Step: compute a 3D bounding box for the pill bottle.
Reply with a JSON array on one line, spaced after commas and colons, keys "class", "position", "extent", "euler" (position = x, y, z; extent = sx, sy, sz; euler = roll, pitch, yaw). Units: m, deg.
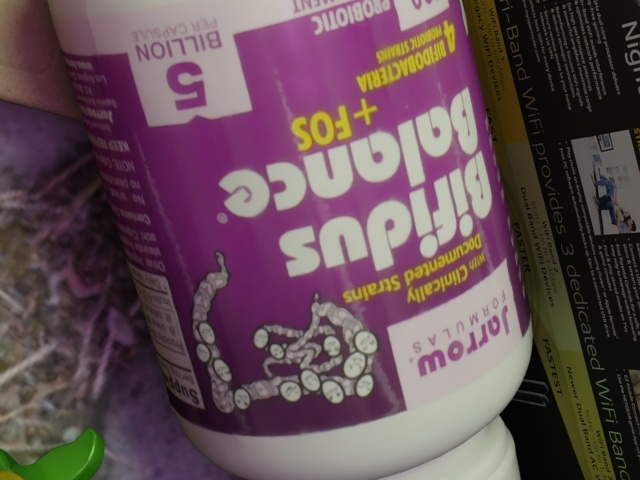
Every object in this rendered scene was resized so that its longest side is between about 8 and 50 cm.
[{"class": "pill bottle", "position": [0.000, 0.000, 0.635], "extent": [0.169, 0.169, 0.301], "euler": [-22, 109, -20]}]

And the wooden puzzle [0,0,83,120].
[{"class": "wooden puzzle", "position": [-0.217, -0.240, 0.599], "extent": [0.348, 0.080, 0.322], "euler": [13, 84, -38]}]

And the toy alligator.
[{"class": "toy alligator", "position": [-0.167, 0.157, 0.644], "extent": [0.051, 0.056, 0.190], "euler": [28, 77, 25]}]

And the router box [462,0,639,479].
[{"class": "router box", "position": [0.133, -0.008, 0.659], "extent": [0.081, 0.243, 0.309], "euler": [-17, 95, -20]}]
